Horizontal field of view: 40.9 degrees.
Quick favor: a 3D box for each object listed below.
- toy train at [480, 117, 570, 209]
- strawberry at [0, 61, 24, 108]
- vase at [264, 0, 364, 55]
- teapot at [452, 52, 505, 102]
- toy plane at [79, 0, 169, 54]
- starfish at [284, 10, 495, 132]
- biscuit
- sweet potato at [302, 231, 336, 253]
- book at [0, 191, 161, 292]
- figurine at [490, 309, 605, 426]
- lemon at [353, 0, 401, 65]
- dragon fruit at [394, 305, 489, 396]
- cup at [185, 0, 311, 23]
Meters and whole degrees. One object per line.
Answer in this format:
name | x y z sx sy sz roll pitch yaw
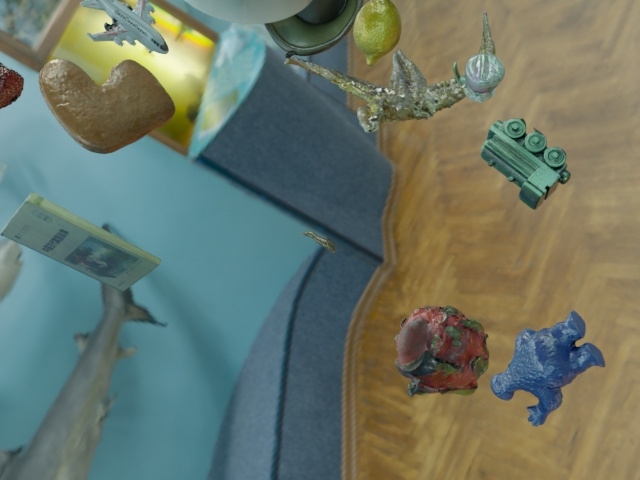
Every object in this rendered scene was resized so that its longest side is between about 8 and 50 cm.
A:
toy train | 0.361 -0.144 1.533 0.111 0.170 0.071 -43 -20 -16
strawberry | -0.579 -0.272 1.524 0.096 0.083 0.083 -52 21 5
vase | 0.018 -0.534 1.729 0.329 0.241 0.302 -28 29 3
teapot | 0.251 -0.262 1.379 0.064 0.083 0.064 93 -168 -63
toy plane | -0.350 -0.400 1.575 0.162 0.171 0.065 -55 19 -26
starfish | 0.141 -0.300 1.561 0.398 0.132 0.384 -26 38 -22
biscuit | -0.362 -0.247 1.450 0.192 0.186 0.036 -35 -2 -30
sweet potato | 0.000 0.000 2.435 0.026 0.115 0.026 -52 -14 -19
book | -0.480 0.012 1.711 0.215 0.282 0.025 -32 37 52
figurine | 0.444 0.257 1.750 0.262 0.120 0.164 -53 55 29
lemon | 0.075 -0.276 1.129 0.065 0.065 0.092 -116 32 -66
dragon fruit | 0.214 0.199 1.472 0.167 0.172 0.160 -60 31 4
cup | -0.069 -0.384 0.894 0.226 0.185 0.241 112 164 -62
